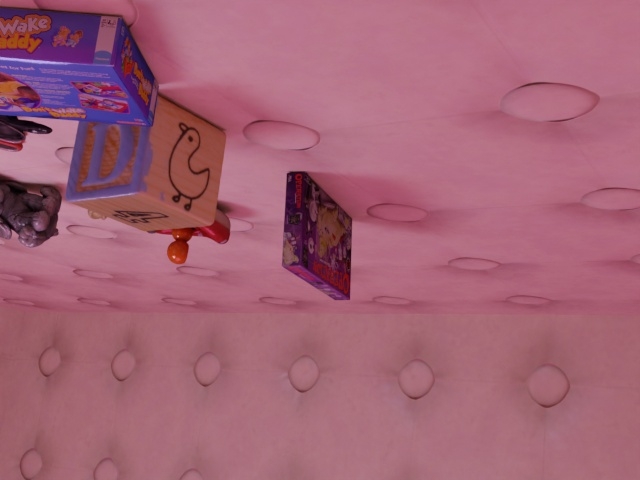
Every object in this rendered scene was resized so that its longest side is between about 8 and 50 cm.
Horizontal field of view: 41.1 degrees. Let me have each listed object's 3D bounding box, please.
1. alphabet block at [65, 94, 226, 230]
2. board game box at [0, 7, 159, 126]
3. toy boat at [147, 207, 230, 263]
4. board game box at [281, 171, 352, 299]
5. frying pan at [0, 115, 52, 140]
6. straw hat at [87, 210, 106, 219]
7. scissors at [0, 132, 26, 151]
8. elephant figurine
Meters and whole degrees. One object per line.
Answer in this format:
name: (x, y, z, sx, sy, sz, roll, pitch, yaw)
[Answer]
alphabet block: (-0.313, -0.135, 1.546, 0.194, 0.192, 0.197, -2, 165, 34)
board game box: (-0.448, -0.265, 1.309, 0.347, 0.078, 0.233, 5, 166, 3)
toy boat: (-0.339, -0.015, 2.102, 0.231, 0.151, 0.151, 3, 166, 11)
board game box: (0.000, 0.000, 1.909, 0.056, 0.208, 0.347, 1, 166, 20)
frying pan: (-0.599, -0.227, 1.494, 0.197, 0.053, 0.326, 19, 170, -30)
straw hat: (-0.546, -0.083, 2.107, 0.145, 0.061, 0.144, 5, 166, 1)
scissors: (-0.725, -0.231, 1.677, 0.297, 0.021, 0.109, 15, 163, -35)
elephant figurine: (-0.764, -0.086, 2.071, 0.240, 0.186, 0.169, 18, -152, -5)
